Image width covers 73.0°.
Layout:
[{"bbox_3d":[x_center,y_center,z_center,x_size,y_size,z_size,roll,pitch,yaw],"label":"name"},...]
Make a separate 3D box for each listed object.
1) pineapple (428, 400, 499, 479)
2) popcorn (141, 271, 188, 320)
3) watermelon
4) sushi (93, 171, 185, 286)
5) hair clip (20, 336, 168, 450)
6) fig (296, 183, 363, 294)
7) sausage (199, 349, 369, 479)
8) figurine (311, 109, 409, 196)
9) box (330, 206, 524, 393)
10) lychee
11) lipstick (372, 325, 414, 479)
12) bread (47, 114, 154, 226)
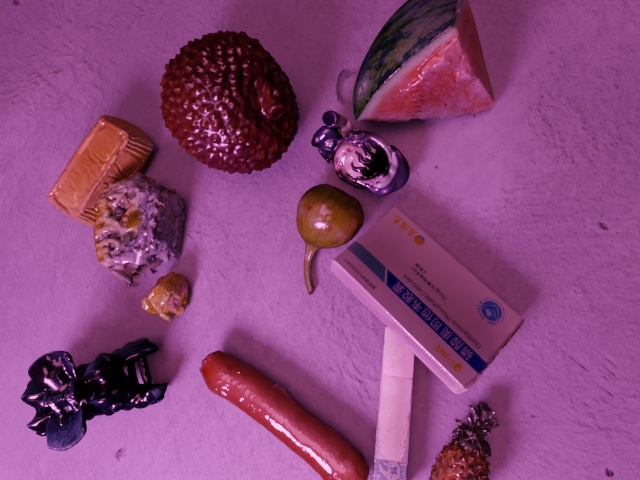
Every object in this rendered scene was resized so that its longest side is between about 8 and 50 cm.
[{"bbox_3d":[0.282,0.404,0.822,0.108,0.108,0.197,24,80,15],"label":"pineapple"},{"bbox_3d":[-0.358,0.126,1.014,0.089,0.097,0.109,19,71,12],"label":"popcorn"},{"bbox_3d":[0.233,-0.397,0.919,0.293,0.283,0.250,0,78,-32],"label":"watermelon"},{"bbox_3d":[-0.431,-0.026,1.035,0.184,0.139,0.274,0,83,15],"label":"sushi"},{"bbox_3d":[-0.507,0.334,0.950,0.310,0.206,0.194,-22,77,7],"label":"hair clip"},{"bbox_3d":[0.000,0.000,0.963,0.149,0.149,0.245,26,106,16],"label":"fig"},{"bbox_3d":[-0.083,0.372,0.912,0.419,0.094,0.094,31,58,16],"label":"sausage"},{"bbox_3d":[0.094,-0.184,0.963,0.145,0.145,0.222,-45,72,2],"label":"figurine"},{"bbox_3d":[0.207,0.108,0.868,0.200,0.065,0.343,-39,73,-24],"label":"box"},{"bbox_3d":[-0.201,-0.292,0.954,0.330,0.306,0.306,5,80,40],"label":"lychee"},{"bbox_3d":[0.150,0.335,0.877,0.068,0.066,0.317,4,81,13],"label":"lipstick"},{"bbox_3d":[-0.558,-0.178,1.101,0.153,0.119,0.288,33,89,13],"label":"bread"}]
